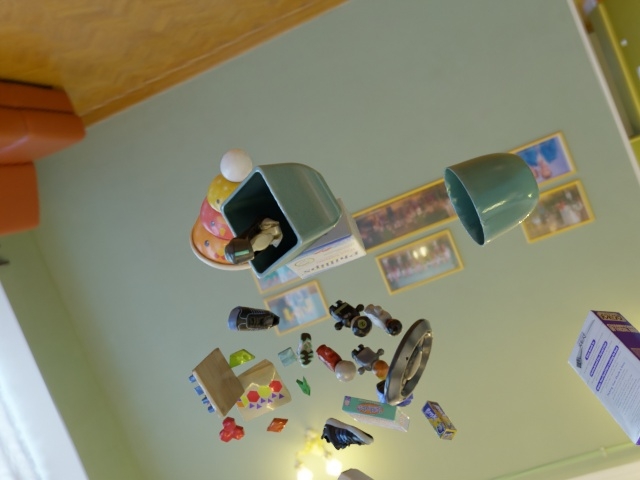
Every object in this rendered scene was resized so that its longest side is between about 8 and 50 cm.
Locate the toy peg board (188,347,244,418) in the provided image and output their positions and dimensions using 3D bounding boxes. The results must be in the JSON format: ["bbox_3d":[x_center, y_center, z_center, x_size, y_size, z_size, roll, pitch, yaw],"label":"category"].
[{"bbox_3d":[-0.320,0.426,1.898,0.079,0.161,0.160,-29,-175,21],"label":"toy peg board"}]

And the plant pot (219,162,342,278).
[{"bbox_3d":[-0.088,-0.080,1.865,0.252,0.247,0.248,-23,169,-43],"label":"plant pot"}]

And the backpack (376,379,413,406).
[{"bbox_3d":[0.264,0.550,2.325,0.120,0.101,0.098,-12,-164,-7],"label":"backpack"}]

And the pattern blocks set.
[{"bbox_3d":[-0.195,0.466,1.995,0.325,0.285,0.026,-17,-171,7],"label":"pattern blocks set"}]

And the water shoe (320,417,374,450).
[{"bbox_3d":[0.078,0.579,1.885,0.203,0.073,0.080,-1,-122,57],"label":"water shoe"}]

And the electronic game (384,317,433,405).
[{"bbox_3d":[0.220,0.302,1.614,0.048,0.229,0.229,21,-154,27],"label":"electronic game"}]

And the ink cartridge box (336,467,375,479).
[{"bbox_3d":[0.088,0.783,1.665,0.307,0.223,0.129,-61,158,-4],"label":"ink cartridge box"}]

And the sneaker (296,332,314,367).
[{"bbox_3d":[-0.040,0.285,1.605,0.038,0.098,0.069,9,134,-6],"label":"sneaker"}]

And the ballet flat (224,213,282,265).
[{"bbox_3d":[-0.162,-0.004,1.789,0.096,0.095,0.280,-12,-162,24],"label":"ballet flat"}]

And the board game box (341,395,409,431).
[{"bbox_3d":[0.169,0.520,1.936,0.160,0.047,0.210,6,157,22],"label":"board game box"}]

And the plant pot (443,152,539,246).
[{"bbox_3d":[0.586,-0.162,2.179,0.235,0.293,0.293,-25,-177,0],"label":"plant pot"}]

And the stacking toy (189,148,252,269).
[{"bbox_3d":[-0.340,-0.153,2.501,0.350,0.350,0.480,-24,141,-28],"label":"stacking toy"}]

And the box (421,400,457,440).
[{"bbox_3d":[0.464,0.705,2.542,0.059,0.054,0.169,17,-161,-27],"label":"box"}]

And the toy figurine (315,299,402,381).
[{"bbox_3d":[0.115,0.280,1.786,0.209,0.213,0.148,11,-168,-38],"label":"toy figurine"}]

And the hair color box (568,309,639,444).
[{"bbox_3d":[0.809,0.353,1.711,0.110,0.185,0.339,4,-153,-15],"label":"hair color box"}]

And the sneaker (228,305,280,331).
[{"bbox_3d":[-0.214,0.257,2.114,0.090,0.081,0.232,4,180,22],"label":"sneaker"}]

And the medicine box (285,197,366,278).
[{"bbox_3d":[0.000,0.000,2.309,0.263,0.149,0.289,-21,160,8],"label":"medicine box"}]
